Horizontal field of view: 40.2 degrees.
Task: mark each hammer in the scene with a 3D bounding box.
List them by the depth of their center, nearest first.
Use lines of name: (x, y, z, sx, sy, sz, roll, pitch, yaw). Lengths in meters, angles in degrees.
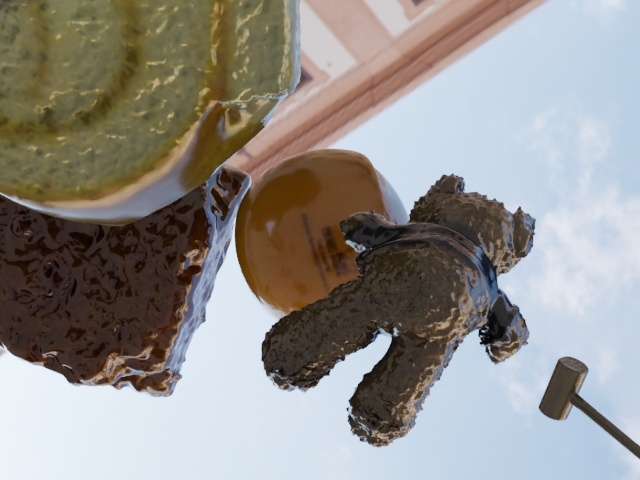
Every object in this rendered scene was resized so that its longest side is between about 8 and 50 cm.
hammer: (0.167, 0.109, 0.490, 0.110, 0.019, 0.035, 44, -56, 50)

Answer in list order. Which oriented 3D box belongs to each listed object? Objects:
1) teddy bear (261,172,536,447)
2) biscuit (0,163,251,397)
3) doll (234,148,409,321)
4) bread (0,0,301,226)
teddy bear: (0.082, 0.046, 0.710, 0.182, 0.129, 0.251, 40, -113, 1)
biscuit: (-0.324, -0.007, 1.128, 0.395, 0.166, 0.343, 21, -87, 3)
doll: (0.000, 0.000, 1.017, 0.213, 0.213, 0.236, -54, -171, 0)
bread: (-0.160, -0.189, 0.849, 0.395, 0.264, 0.239, -24, -153, 10)
